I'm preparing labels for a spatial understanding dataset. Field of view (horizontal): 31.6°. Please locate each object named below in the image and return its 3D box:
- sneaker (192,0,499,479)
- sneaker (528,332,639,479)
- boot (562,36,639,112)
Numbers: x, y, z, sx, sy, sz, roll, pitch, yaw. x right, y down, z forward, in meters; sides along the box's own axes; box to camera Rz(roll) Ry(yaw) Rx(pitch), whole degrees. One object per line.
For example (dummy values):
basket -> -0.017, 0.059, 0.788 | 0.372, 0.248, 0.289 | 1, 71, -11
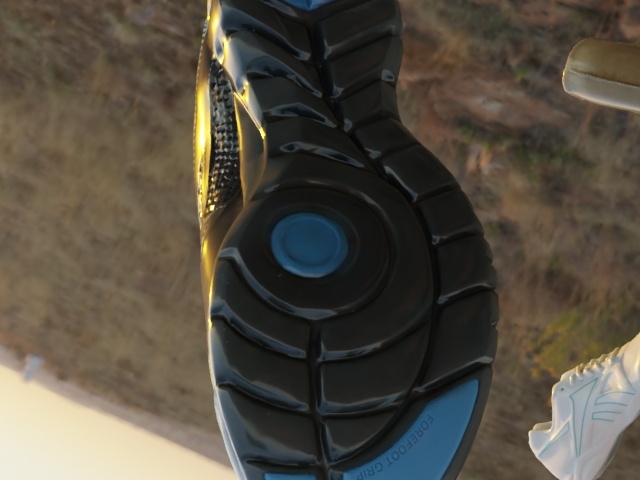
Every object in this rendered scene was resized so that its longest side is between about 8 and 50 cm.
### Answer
sneaker -> 0.000, 0.000, 0.556 | 0.125, 0.340, 0.139 | 4, 142, -11
sneaker -> 0.192, 0.103, 0.768 | 0.061, 0.152, 0.054 | 37, -155, 21
boot -> 0.417, -0.144, 1.136 | 0.269, 0.089, 0.236 | 21, -169, 37
